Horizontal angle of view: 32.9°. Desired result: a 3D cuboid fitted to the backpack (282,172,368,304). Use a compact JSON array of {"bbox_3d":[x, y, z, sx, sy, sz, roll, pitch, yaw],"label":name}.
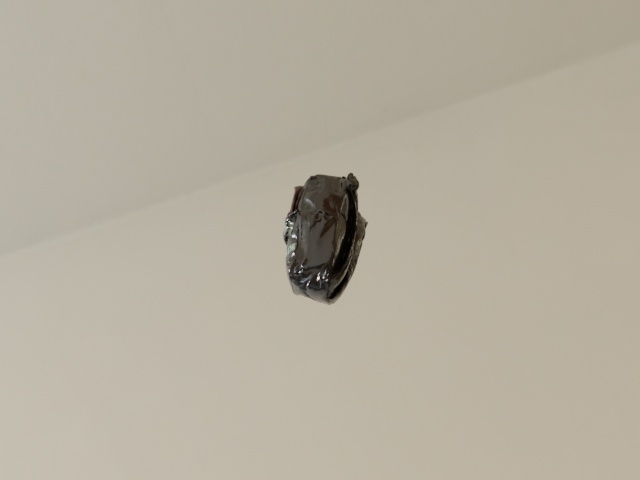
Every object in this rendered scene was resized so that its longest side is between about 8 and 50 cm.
[{"bbox_3d":[-0.001,-0.001,1.449,0.105,0.165,0.120,9,-35,13],"label":"backpack"}]
